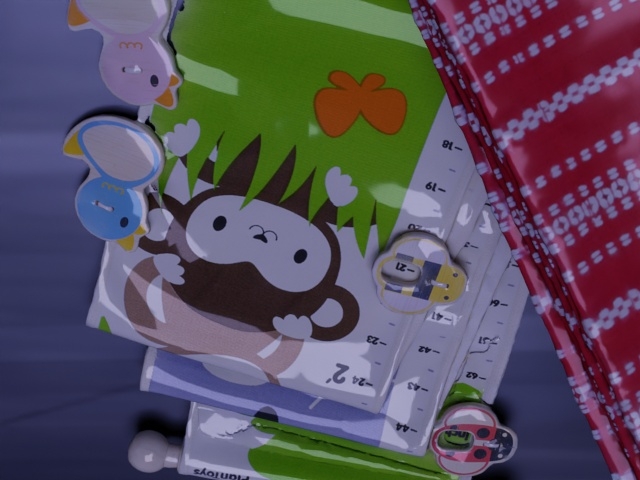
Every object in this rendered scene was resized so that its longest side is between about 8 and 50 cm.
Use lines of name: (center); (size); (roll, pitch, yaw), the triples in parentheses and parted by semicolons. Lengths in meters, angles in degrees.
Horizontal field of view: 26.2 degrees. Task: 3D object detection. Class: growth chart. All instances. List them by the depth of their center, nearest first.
growth chart: (0.000, 0.000, 0.453); (0.172, 0.021, 0.237); (5, 123, 0)

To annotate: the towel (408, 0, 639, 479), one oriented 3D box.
towel: (0.159, 0.001, 0.378); (0.199, 0.031, 0.274); (-24, 99, 10)
